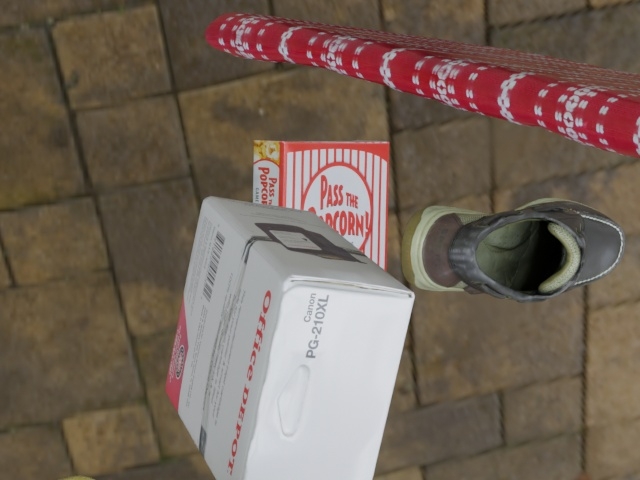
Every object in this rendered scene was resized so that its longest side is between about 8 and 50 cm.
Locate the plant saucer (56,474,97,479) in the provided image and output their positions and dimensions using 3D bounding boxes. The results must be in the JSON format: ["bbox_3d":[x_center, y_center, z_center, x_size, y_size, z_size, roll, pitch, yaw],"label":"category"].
[{"bbox_3d":[-0.070,0.327,0.853,0.333,0.332,0.081,22,132,3],"label":"plant saucer"}]

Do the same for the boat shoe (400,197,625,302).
[{"bbox_3d":[0.156,0.012,1.108,0.224,0.073,0.080,1,100,-42],"label":"boat shoe"}]

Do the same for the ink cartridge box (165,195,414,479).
[{"bbox_3d":[-0.031,0.080,1.131,0.100,0.237,0.171,8,102,-20],"label":"ink cartridge box"}]

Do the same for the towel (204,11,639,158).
[{"bbox_3d":[0.109,-0.054,0.620,0.199,0.275,0.031,1,103,-42],"label":"towel"}]

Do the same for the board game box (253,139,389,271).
[{"bbox_3d":[0.000,0.000,1.465,0.147,0.045,0.193,-5,97,-45],"label":"board game box"}]
